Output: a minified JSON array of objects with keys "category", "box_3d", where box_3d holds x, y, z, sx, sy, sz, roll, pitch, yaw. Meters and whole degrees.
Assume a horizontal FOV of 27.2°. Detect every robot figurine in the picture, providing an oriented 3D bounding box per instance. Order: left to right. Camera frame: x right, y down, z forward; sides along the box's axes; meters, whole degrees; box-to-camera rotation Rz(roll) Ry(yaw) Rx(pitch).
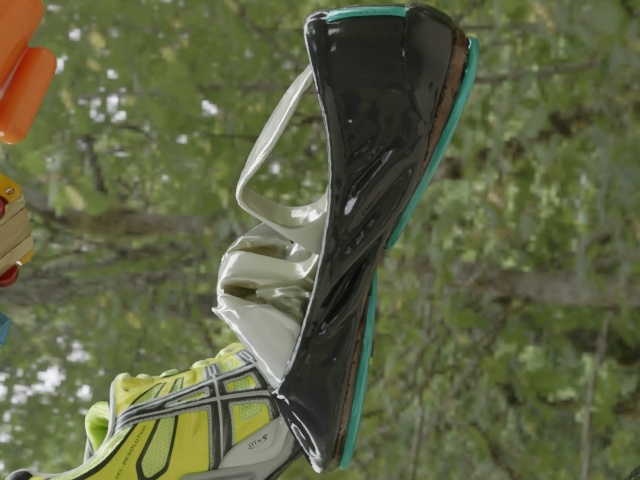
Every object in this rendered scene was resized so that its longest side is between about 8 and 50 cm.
[{"category":"robot figurine","box_3d":[-0.288,-0.145,0.981,0.158,0.128,0.219,30,-91,-43]}]

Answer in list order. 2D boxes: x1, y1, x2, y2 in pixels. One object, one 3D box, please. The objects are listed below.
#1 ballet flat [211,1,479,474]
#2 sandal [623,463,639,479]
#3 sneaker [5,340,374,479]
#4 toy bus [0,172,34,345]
[{"category":"ballet flat","box_3d":[0.000,0.000,0.683,0.095,0.096,0.280,-83,6,-59]},{"category":"sandal","box_3d":[0.209,0.253,0.970,0.445,0.107,0.168,-12,-93,-49]},{"category":"sneaker","box_3d":[-0.089,0.141,1.023,0.384,0.147,0.145,-41,-9,-49]},{"category":"toy bus","box_3d":[-0.346,0.016,1.143,0.191,0.104,0.202,-63,-23,8]}]
